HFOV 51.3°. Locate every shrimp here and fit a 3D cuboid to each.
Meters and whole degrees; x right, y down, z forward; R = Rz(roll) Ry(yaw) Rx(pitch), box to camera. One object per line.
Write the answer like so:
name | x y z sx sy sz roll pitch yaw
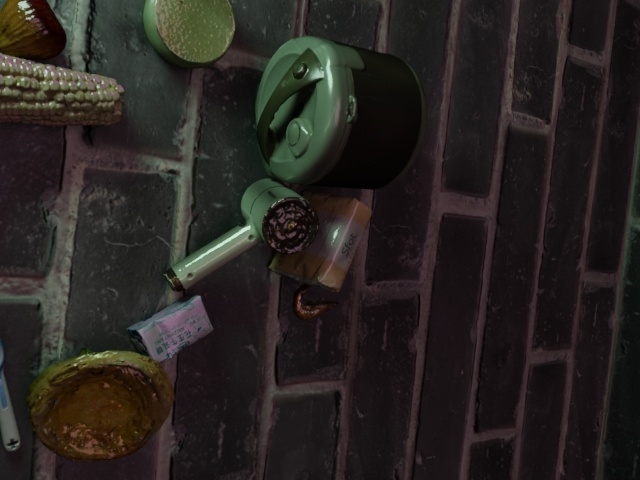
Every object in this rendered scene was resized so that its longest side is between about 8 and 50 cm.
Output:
shrimp | -0.009 0.149 1.655 0.127 0.025 0.090 -4 97 -32

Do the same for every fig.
fig | -0.527 -0.366 1.195 0.119 0.153 0.119 39 30 -29

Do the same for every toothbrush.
toothbrush | -0.601 0.218 1.232 0.040 0.040 0.385 -14 104 -34

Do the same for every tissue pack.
tissue pack | 0.000 0.000 1.546 0.090 0.186 0.222 39 72 -46

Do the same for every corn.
corn | -0.509 -0.261 1.186 0.335 0.127 0.126 3 94 -44

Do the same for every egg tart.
egg tart | -0.426 0.313 1.309 0.291 0.107 0.290 -7 122 -11

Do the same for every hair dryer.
hair dryer | -0.190 0.007 1.433 0.362 0.203 0.128 -32 115 -8

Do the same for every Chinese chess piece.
Chinese chess piece | -0.268 -0.449 1.366 0.189 0.083 0.188 -6 102 -32

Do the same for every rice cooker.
rice cooker | 0.026 -0.272 1.460 0.325 0.335 0.334 0 96 -35

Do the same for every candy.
candy | -0.315 0.189 1.413 0.160 0.073 0.092 -29 107 -29

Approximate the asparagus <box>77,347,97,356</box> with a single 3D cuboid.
asparagus | -0.417 0.272 1.370 0.178 0.041 0.045 34 77 -34
